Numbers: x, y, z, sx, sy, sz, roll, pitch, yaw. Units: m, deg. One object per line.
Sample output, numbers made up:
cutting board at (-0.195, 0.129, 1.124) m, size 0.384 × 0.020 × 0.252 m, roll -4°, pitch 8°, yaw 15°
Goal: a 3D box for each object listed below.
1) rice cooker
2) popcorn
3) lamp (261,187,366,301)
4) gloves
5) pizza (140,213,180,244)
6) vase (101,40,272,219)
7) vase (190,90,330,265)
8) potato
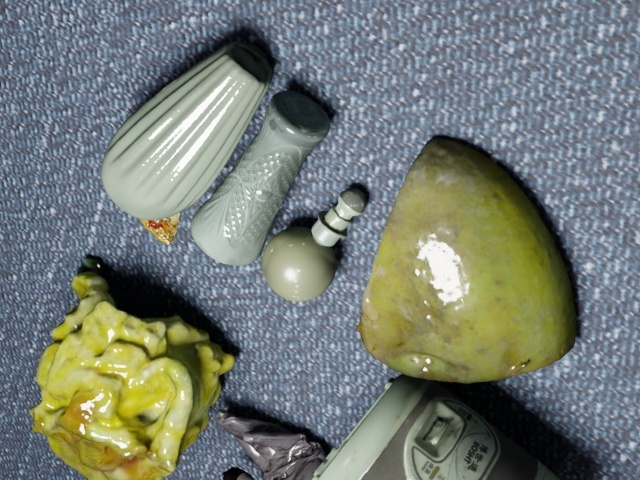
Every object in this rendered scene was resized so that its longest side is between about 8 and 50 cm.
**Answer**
rice cooker at (0.127, 0.328, 1.305) m, size 0.277 × 0.288 × 0.288 m, roll 39°, pitch 132°, yaw 8°
popcorn at (-0.259, 0.197, 1.483) m, size 0.292 × 0.237 × 0.293 m, roll 17°, pitch 131°, yaw 21°
lamp at (0.000, 0.000, 1.309) m, size 0.091 × 0.091 × 0.163 m, roll 42°, pitch 116°, yaw 0°
gloves at (-0.049, 0.335, 1.514) m, size 0.285 × 0.119 × 0.142 m, roll 44°, pitch 102°, yaw 27°
pizza at (-0.214, -0.035, 1.442) m, size 0.083 × 0.025 × 0.078 m, roll 49°, pitch 134°, yaw -5°
vase at (-0.152, -0.131, 1.284) m, size 0.128 × 0.128 × 0.248 m, roll 46°, pitch 122°, yaw -3°
vase at (-0.068, -0.074, 1.290) m, size 0.096 × 0.096 × 0.219 m, roll 38°, pitch 129°, yaw 4°
potato at (0.132, 0.021, 1.221) m, size 0.269 × 0.112 × 0.255 m, roll 2°, pitch 120°, yaw 28°
